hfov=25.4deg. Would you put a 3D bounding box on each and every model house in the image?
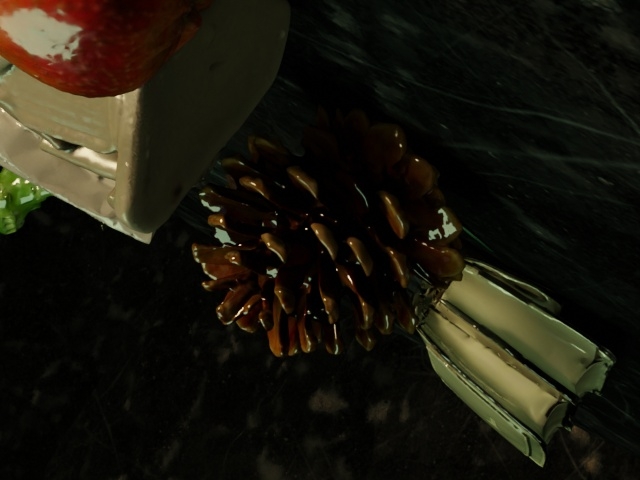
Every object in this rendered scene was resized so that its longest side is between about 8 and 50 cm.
[{"bbox_3d":[-0.150,-0.142,1.065,0.188,0.229,0.122,25,155,16],"label":"model house"}]

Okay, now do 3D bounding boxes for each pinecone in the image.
[{"bbox_3d":[-0.004,-0.007,1.349,0.264,0.264,0.264,31,174,4],"label":"pinecone"}]

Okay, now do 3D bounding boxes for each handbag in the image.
[{"bbox_3d":[0.238,0.147,1.802,0.236,0.160,0.358,36,174,14],"label":"handbag"}]

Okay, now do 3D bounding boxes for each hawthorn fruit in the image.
[{"bbox_3d":[-0.168,-0.189,0.913,0.200,0.179,0.179,18,173,4],"label":"hawthorn fruit"}]

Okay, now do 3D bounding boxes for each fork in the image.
[{"bbox_3d":[0.128,-0.028,1.539,0.039,0.021,0.235,30,174,45],"label":"fork"}]

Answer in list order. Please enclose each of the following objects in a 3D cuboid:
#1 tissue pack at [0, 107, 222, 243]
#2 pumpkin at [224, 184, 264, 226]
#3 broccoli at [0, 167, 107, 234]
[{"bbox_3d":[-0.223,-0.159,1.263,0.305,0.238,0.238,31,174,0],"label":"tissue pack"},{"bbox_3d":[-0.049,-0.016,1.941,0.190,0.146,0.190,9,176,1],"label":"pumpkin"},{"bbox_3d":[-0.374,-0.123,2.102,0.297,0.297,0.297,44,-160,-21],"label":"broccoli"}]
